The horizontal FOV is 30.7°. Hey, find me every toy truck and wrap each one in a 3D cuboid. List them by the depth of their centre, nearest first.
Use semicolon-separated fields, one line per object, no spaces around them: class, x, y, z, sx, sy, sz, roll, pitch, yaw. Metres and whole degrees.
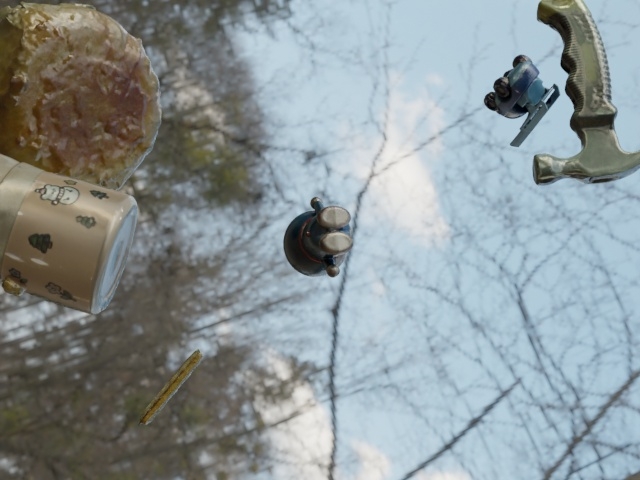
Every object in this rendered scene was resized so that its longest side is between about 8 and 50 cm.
toy truck;0.245;-0.171;1.458;0.074;0.063;0.136;39;-19;4

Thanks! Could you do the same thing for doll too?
doll;0.000;0.000;1.502;0.152;0.085;0.114;142;-54;-70

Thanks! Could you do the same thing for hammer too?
hammer;0.302;-0.173;1.320;0.041;0.158;0.227;82;-1;-70

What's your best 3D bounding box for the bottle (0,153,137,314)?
bottle;-0.215;-0.009;0.830;0.099;0.152;0.099;16;90;-90

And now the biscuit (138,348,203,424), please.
biscuit;-0.226;0.221;1.772;0.016;0.139;0.231;40;-8;-3

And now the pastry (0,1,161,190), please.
pastry;-0.320;-0.174;1.479;0.120;0.235;0.257;12;-92;48
